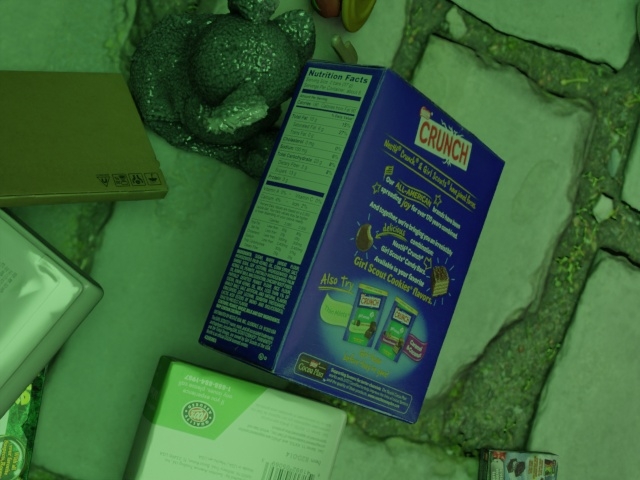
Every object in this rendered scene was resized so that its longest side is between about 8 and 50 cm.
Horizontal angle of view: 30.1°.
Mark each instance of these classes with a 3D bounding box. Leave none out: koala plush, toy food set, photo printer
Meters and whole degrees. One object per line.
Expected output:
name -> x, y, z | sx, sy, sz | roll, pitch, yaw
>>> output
koala plush -> -0.093, -0.177, 1.255 | 0.203, 0.221, 0.196 | 12, 86, -15
toy food set -> 0.027, -0.312, 1.348 | 0.071, 0.128, 0.218 | 19, 94, 14
photo printer -> -0.409, 0.089, 1.194 | 0.256, 0.107, 0.307 | 39, 86, 2

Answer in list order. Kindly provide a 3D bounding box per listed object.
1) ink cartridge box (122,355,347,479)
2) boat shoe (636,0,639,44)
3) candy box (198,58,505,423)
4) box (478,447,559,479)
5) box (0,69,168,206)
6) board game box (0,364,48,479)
ink cartridge box -> -0.124, 0.322, 1.286 | 0.207, 0.119, 0.353 | 18, 84, -13
boat shoe -> 0.481, -0.161, 1.468 | 0.099, 0.116, 0.319 | -14, 87, -11
candy box -> 0.044, 0.006, 1.253 | 0.268, 0.122, 0.317 | 29, 80, -50
box -> 0.234, 0.321, 1.432 | 0.094, 0.027, 0.137 | 8, 86, -16
box -> -0.273, -0.109, 1.235 | 0.201, 0.021, 0.164 | -5, 58, -36
board game box -> -0.375, 0.226, 1.268 | 0.136, 0.030, 0.260 | 11, 86, -13
